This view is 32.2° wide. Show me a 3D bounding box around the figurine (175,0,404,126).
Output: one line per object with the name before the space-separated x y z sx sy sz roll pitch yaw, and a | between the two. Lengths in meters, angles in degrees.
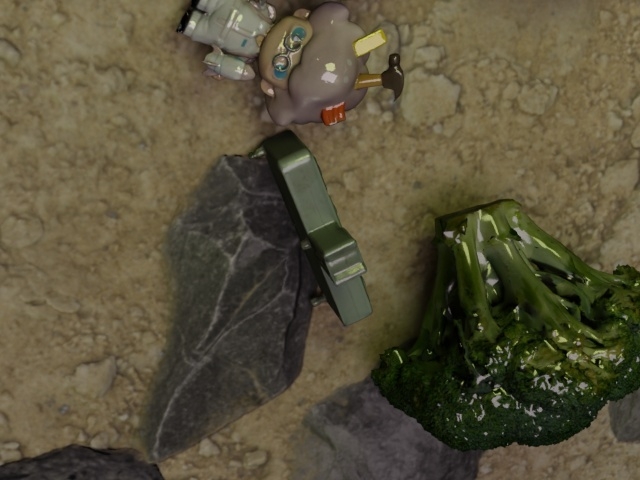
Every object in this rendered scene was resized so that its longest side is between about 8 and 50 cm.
figurine | -0.031 -0.187 1.126 0.229 0.112 0.137 23 95 -11

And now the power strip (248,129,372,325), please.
power strip | 0.000 0.000 1.188 0.061 0.145 0.215 -27 116 -7

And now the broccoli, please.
broccoli | 0.209 0.097 1.244 0.321 0.304 0.283 -21 93 -34
